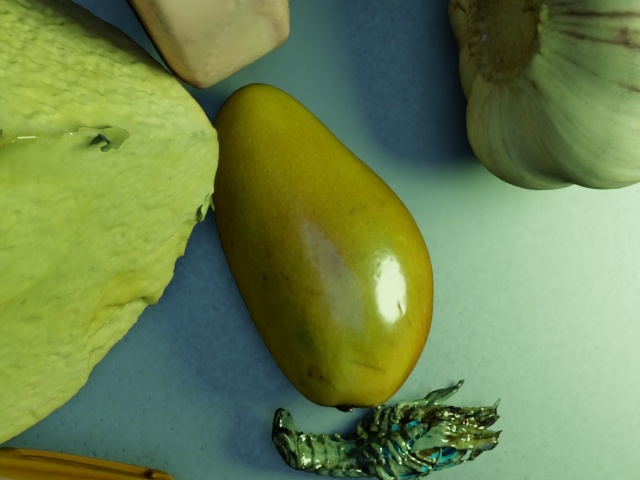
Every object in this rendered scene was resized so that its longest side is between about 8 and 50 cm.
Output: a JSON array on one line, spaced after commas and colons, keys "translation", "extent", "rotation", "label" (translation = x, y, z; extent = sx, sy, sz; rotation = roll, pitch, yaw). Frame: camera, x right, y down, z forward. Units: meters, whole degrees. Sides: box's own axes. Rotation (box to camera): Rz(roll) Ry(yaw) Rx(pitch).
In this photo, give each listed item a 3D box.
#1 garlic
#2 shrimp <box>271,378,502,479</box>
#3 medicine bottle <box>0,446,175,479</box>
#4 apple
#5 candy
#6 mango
[{"translation": [0.219, -0.156, 1.264], "extent": [0.253, 0.245, 0.245], "rotation": [-5, 89, -37], "label": "garlic"}, {"translation": [0.051, 0.146, 1.305], "extent": [0.174, 0.076, 0.082], "rotation": [-3, 48, -1], "label": "shrimp"}, {"translation": [-0.186, 0.268, 1.244], "extent": [0.149, 0.112, 0.222], "rotation": [10, 88, -6], "label": "medicine bottle"}, {"translation": [-0.252, -0.008, 1.181], "extent": [0.314, 0.252, 0.309], "rotation": [27, 120, -12], "label": "apple"}, {"translation": [-0.112, -0.225, 1.191], "extent": [0.094, 0.255, 0.255], "rotation": [-30, 92, -3], "label": "candy"}, {"translation": [0.000, 0.000, 1.271], "extent": [0.138, 0.113, 0.253], "rotation": [-24, 84, -2], "label": "mango"}]
